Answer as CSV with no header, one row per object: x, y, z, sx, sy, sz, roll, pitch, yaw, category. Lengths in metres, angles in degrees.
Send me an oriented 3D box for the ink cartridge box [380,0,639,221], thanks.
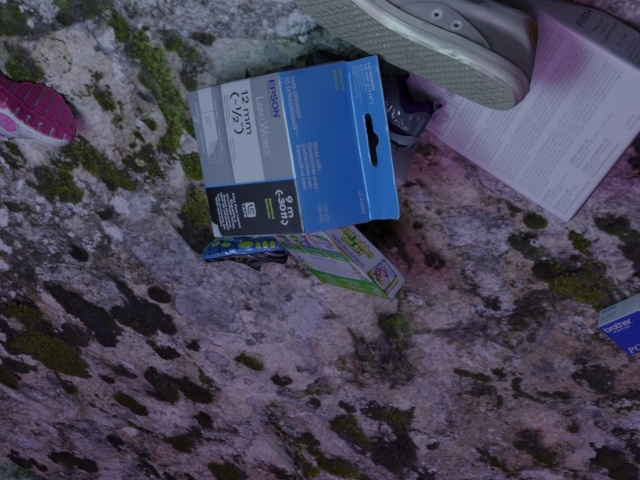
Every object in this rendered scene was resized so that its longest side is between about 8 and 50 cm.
0.299,-0.242,1.515,0.385,0.091,0.308,35,141,8,ink cartridge box

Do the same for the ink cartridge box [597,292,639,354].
0.616,0.133,1.806,0.097,0.046,0.207,38,137,-19,ink cartridge box

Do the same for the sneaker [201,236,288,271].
-0.151,0.029,1.979,0.188,0.067,0.078,-4,128,21,sneaker

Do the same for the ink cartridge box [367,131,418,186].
0.082,-0.125,1.682,0.150,0.109,0.063,-22,124,39,ink cartridge box

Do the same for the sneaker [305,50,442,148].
0.084,-0.246,1.578,0.223,0.083,0.098,39,108,4,sneaker

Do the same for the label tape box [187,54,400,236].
-0.048,-0.138,1.558,0.347,0.115,0.249,-1,101,49,label tape box

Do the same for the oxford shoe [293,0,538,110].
0.112,-0.335,1.411,0.449,0.130,0.169,30,170,17,oxford shoe

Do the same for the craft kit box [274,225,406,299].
0.000,0.000,1.812,0.246,0.061,0.250,47,162,-26,craft kit box

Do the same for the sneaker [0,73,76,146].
-0.564,-0.234,1.835,0.252,0.103,0.111,27,142,3,sneaker
